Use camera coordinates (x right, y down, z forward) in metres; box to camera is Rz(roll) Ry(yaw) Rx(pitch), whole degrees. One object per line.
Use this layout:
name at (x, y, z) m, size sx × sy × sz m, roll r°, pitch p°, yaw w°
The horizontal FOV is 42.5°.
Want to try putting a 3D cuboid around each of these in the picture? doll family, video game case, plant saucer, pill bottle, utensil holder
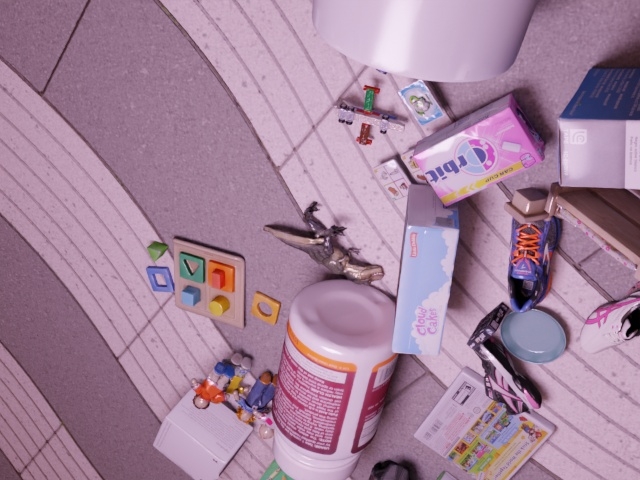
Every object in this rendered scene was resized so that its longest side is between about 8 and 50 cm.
doll family at (-0.171, 0.353, 1.880) m, size 0.263 × 0.118 × 0.163 m, roll 29°, pitch 123°, yaw -11°
video game case at (0.323, 0.384, 1.653) m, size 0.206 × 0.026 × 0.227 m, roll 34°, pitch 128°, yaw 9°
plant saucer at (0.387, 0.170, 1.493) m, size 0.119 × 0.021 × 0.119 m, roll 14°, pitch 123°, yaw 22°
pill bottle at (0.022, 0.292, 1.644) m, size 0.224 × 0.224 × 0.392 m, roll 23°, pitch 126°, yaw 16°
utensil holder at (0.163, -0.445, 1.069) m, size 0.328 × 0.327 × 0.385 m, roll 23°, pitch 127°, yaw 17°

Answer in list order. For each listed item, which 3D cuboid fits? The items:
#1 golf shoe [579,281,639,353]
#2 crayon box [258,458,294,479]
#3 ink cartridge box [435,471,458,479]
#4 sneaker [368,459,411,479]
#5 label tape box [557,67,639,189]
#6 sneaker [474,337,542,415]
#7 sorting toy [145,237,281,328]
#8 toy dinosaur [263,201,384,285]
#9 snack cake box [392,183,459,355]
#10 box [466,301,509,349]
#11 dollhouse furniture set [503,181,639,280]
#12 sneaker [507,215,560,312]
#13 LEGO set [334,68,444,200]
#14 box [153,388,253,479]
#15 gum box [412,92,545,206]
golf shoe at (0.498, 0.139, 1.372) m, size 0.067 × 0.086 × 0.186 m, roll 40°, pitch 130°, yaw 2°
crayon box at (-0.052, 0.547, 1.799) m, size 0.081 × 0.278 × 0.165 m, roll 2°, pitch 118°, yaw 28°
ink cartridge box at (0.215, 0.662, 1.760) m, size 0.117 × 0.201 × 0.278 m, roll 35°, pitch 129°, yaw 14°
sneaker at (0.141, 0.565, 1.820) m, size 0.098 × 0.135 × 0.276 m, roll 21°, pitch 150°, yaw 3°
label tape box at (0.508, -0.154, 1.092) m, size 0.334 × 0.240 × 0.105 m, roll 5°, pitch 119°, yaw 28°
sneaker at (0.332, 0.261, 1.536) m, size 0.077 × 0.072 × 0.178 m, roll -36°, pitch 95°, yaw 23°
sorting toy at (-0.250, 0.102, 1.800) m, size 0.348 × 0.047 × 0.195 m, roll 15°, pitch 123°, yaw 21°
toy dinosaur at (0.000, 0.000, 1.593) m, size 0.268 × 0.064 × 0.118 m, roll 27°, pitch 134°, yaw 18°
snack cake box at (0.183, 0.053, 1.445) m, size 0.089 × 0.152 × 0.264 m, roll 5°, pitch 122°, yaw 3°
box at (0.304, 0.155, 1.492) m, size 0.018 × 0.083 × 0.067 m, roll 42°, pitch 129°, yaw 3°
dollhouse furniture set at (0.474, 0.054, 1.155) m, size 0.303 × 0.356 × 0.173 m, roll 52°, pitch 142°, yaw 47°
sneaker at (0.355, 0.029, 1.387) m, size 0.083 × 0.087 × 0.221 m, roll 6°, pitch 120°, yaw 26°
LEGO set at (0.138, -0.200, 1.415) m, size 0.183 × 0.060 × 0.244 m, roll -23°, pitch 115°, yaw 35°
box at (-0.284, 0.471, 1.971) m, size 0.182 × 0.119 × 0.181 m, roll 37°, pitch 139°, yaw 6°
gum box at (0.259, -0.147, 1.332) m, size 0.188 × 0.062 × 0.107 m, roll -26°, pitch 112°, yaw 28°
